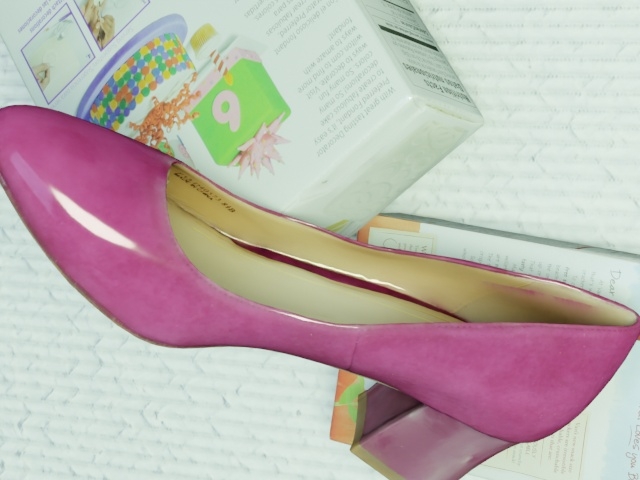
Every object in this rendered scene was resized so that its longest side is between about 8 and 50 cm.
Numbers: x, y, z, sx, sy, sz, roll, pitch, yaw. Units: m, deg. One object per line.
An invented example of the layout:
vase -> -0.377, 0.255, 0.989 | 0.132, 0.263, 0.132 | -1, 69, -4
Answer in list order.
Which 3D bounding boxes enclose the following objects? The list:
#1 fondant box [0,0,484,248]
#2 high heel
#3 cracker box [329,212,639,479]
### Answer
fondant box -> -0.076, -0.136, 1.146 | 0.238, 0.096, 0.330 | -41, 62, 23
high heel -> 0.000, 0.000, 0.978 | 0.377, 0.127, 0.181 | 34, 121, -25
cracker box -> 0.130, 0.075, 1.101 | 0.232, 0.067, 0.156 | 11, 96, 27
